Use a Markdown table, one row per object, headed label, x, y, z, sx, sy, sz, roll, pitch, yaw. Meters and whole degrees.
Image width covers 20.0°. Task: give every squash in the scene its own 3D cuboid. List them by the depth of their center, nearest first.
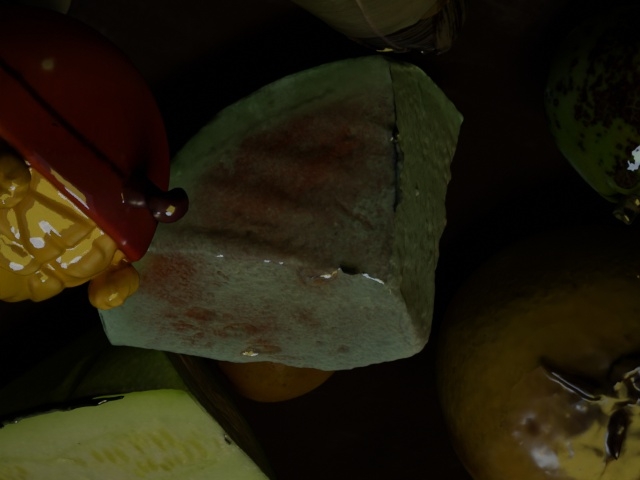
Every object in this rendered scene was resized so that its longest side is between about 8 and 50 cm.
| label | x | y | z | sx | sy | sz | roll | pitch | yaw |
| --- | --- | --- | --- | --- | --- | --- | --- | --- | --- |
| squash | -0.239 | 0.218 | 1.753 | 0.309 | 0.210 | 0.233 | -36 | 133 | 1 |

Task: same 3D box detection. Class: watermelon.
| label | x | y | z | sx | sy | sz | roll | pitch | yaw |
| --- | --- | --- | --- | --- | --- | --- | --- | --- | --- |
| watermelon | 0.000 | 0.000 | 1.593 | 0.387 | 0.258 | 0.228 | -32 | 163 | -15 |

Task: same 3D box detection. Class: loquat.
| label | x | y | z | sx | sy | sz | roll | pitch | yaw |
| --- | --- | --- | --- | --- | --- | --- | --- | --- | --- |
| loquat | 0.277 | 0.143 | 1.944 | 0.328 | 0.328 | 0.359 | -23 | -173 | -9 |

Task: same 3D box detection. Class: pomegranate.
| label | x | y | z | sx | sy | sz | roll | pitch | yaw |
| --- | --- | --- | --- | --- | --- | --- | --- | --- | --- |
| pomegranate | 0.345 | -0.153 | 1.702 | 0.222 | 0.204 | 0.276 | 27 | 115 | -31 |

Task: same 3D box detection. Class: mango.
| label | x | y | z | sx | sy | sz | roll | pitch | yaw |
| --- | --- | --- | --- | --- | --- | --- | --- | --- | --- |
| mango | -0.023 | 0.063 | 1.786 | 0.151 | 0.120 | 0.221 | 7 | 124 | -44 |

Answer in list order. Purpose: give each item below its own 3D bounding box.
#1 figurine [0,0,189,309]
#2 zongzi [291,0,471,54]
| label | x | y | z | sx | sy | sz | roll | pitch | yaw |
| --- | --- | --- | --- | --- | --- | --- | --- | --- | --- |
| figurine | -0.220 | -0.089 | 1.296 | 0.196 | 0.323 | 0.320 | -33 | 144 | 7 |
| zongzi | 0.104 | -0.244 | 1.381 | 0.317 | 0.154 | 0.289 | -3 | 165 | 35 |
